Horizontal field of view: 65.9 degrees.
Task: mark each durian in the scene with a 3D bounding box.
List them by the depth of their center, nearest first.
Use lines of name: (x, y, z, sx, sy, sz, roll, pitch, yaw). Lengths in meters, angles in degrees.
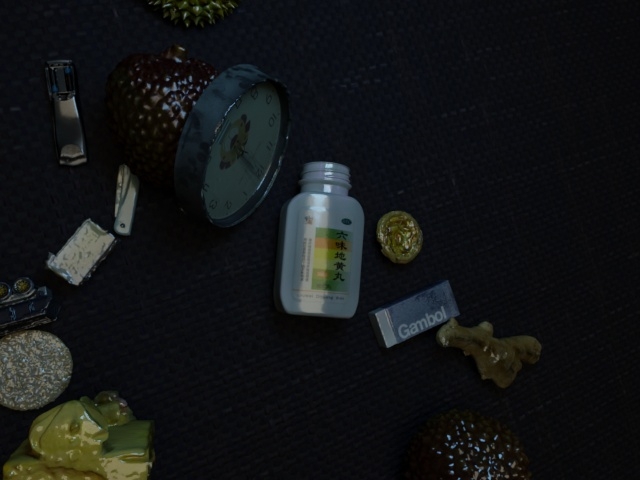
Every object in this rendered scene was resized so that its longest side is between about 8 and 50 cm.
durian: (-0.293, -0.553, 1.007, 0.305, 0.172, 0.167, 6, 59, -10)

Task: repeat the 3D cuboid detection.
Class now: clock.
clock: (-0.154, -0.170, 0.935, 0.061, 0.313, 0.313, 25, 75, 16)

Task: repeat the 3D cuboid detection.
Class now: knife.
knife: (-0.390, -0.091, 0.991, 0.044, 0.023, 0.162, 9, 82, -20)

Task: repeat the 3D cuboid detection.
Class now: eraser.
eraser: (0.223, 0.172, 1.163, 0.212, 0.046, 0.092, -21, 92, -20)

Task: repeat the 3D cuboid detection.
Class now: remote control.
remote control: (-0.497, -0.250, 0.966, 0.059, 0.028, 0.212, -9, 88, -20)

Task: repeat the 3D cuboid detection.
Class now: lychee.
lychee: (-0.286, -0.231, 0.939, 0.235, 0.236, 0.272, 7, 105, -18)
lychee: (0.314, 0.500, 1.058, 0.267, 0.267, 0.268, 2, 84, -19)

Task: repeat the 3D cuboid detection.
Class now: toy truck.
toy truck: (-0.569, 0.131, 0.868, 0.191, 0.083, 0.092, -16, 77, -19)

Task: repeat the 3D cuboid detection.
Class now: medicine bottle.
medicine bottle: (0.000, 0.000, 1.065, 0.179, 0.124, 0.325, 7, 81, -18)

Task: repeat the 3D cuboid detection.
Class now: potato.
potato: (-0.452, 0.023, 0.940, 0.086, 0.061, 0.122, 39, 76, -12)

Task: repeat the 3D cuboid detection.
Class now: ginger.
ginger: (0.405, 0.264, 1.194, 0.333, 0.081, 0.148, 24, 81, -21)

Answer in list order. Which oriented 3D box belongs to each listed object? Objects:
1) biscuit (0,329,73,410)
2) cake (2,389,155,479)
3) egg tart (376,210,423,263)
biscuit: (-0.538, 0.237, 0.911, 0.151, 0.020, 0.152, 2, 85, -20)
cake: (-0.395, 0.404, 0.835, 0.222, 0.227, 0.287, 8, 82, -17)
egg tart: (0.182, -0.007, 1.167, 0.128, 0.049, 0.129, 4, 79, -22)
